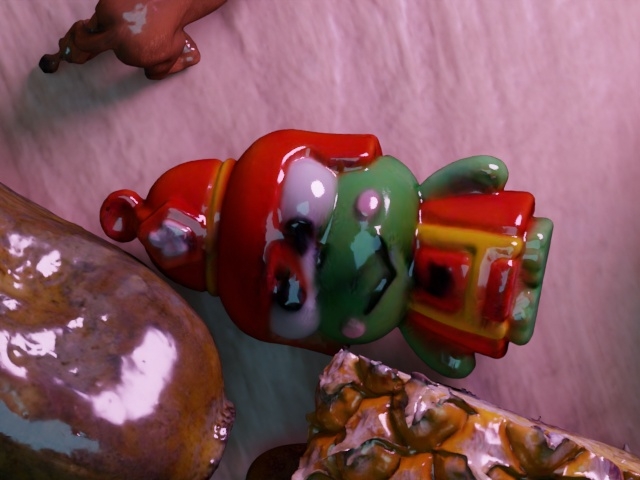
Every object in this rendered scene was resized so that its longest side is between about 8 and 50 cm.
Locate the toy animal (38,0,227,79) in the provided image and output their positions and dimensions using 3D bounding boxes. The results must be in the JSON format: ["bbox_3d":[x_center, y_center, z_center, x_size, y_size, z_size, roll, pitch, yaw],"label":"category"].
[{"bbox_3d":[-0.098,-0.220,1.092,0.312,0.157,0.097,-42,91,2],"label":"toy animal"}]

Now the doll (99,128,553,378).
[{"bbox_3d":[0.000,0.000,1.100,0.363,0.160,0.182,8,109,3],"label":"doll"}]

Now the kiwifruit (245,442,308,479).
[{"bbox_3d":[-0.003,0.208,1.155,0.125,0.075,0.075,-2,93,-4],"label":"kiwifruit"}]

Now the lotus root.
[{"bbox_3d":[-0.234,0.098,1.066,0.346,0.250,0.250,30,93,1],"label":"lotus root"}]

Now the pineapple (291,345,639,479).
[{"bbox_3d":[0.129,0.270,1.021,0.344,0.209,0.286,21,90,-20],"label":"pineapple"}]
